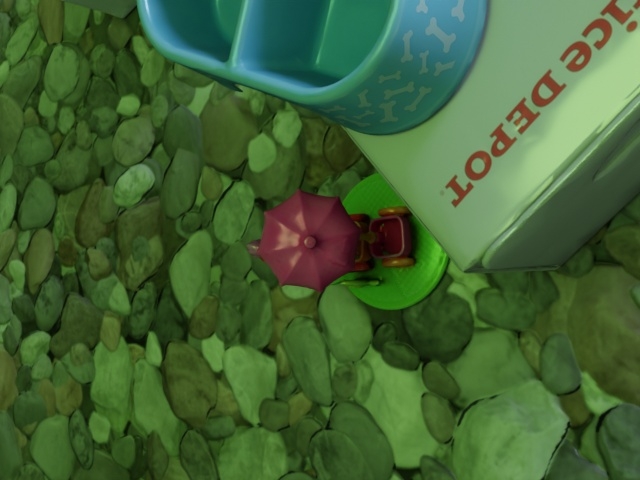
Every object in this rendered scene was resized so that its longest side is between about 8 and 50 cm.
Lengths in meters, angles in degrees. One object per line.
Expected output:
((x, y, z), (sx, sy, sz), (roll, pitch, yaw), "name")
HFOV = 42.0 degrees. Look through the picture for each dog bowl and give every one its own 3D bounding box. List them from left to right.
((-0.026, -0.179, 0.598), (0.297, 0.074, 0.165), (25, 106, 37), "dog bowl")

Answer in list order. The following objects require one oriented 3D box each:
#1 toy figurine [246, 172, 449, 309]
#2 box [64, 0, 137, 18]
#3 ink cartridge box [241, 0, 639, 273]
((0.000, 0.000, 0.726), (0.173, 0.159, 0.130), (-7, 85, 38), "toy figurine")
((-0.278, -0.365, 0.970), (0.091, 0.130, 0.170), (-35, 68, 33), "box")
((0.121, -0.208, 0.633), (0.285, 0.166, 0.395), (-50, 60, 27), "ink cartridge box")
